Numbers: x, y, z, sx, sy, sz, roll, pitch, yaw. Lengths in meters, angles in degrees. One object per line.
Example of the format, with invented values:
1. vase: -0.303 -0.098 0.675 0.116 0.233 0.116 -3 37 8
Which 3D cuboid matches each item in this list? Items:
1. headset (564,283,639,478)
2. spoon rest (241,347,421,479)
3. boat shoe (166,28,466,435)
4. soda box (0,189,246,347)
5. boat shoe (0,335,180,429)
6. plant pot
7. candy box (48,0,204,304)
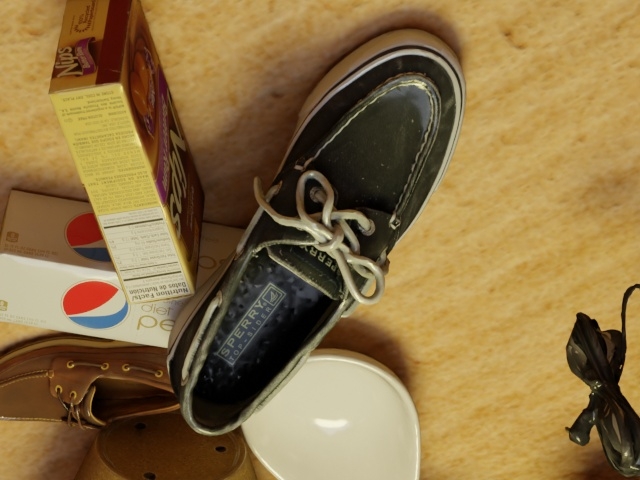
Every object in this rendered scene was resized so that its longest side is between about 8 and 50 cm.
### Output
1. headset: 0.337 0.134 1.374 0.394 0.185 0.243 20 129 -30
2. spoon rest: 0.038 0.186 1.490 0.137 0.084 0.276 -21 128 18
3. boat shoe: -0.004 -0.002 1.256 0.113 0.105 0.306 38 101 -14
4. soda box: -0.127 0.027 1.359 0.216 0.074 0.069 9 131 -7
5. boat shoe: -0.181 0.113 1.443 0.178 0.060 0.064 -9 130 9
6. plant pot: -0.130 0.269 1.491 0.237 0.237 0.254 4 117 -3
7. candy box: -0.126 -0.061 1.260 0.053 0.109 0.186 -8 131 8
